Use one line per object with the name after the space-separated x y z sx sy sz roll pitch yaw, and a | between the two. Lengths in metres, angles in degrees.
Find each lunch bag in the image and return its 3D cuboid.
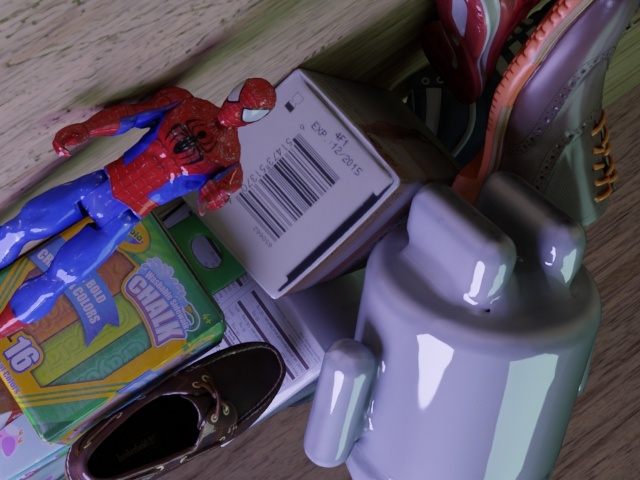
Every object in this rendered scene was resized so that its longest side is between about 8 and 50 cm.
-0.352 0.241 1.297 0.224 0.108 0.279 -26 168 -25 | lunch bag

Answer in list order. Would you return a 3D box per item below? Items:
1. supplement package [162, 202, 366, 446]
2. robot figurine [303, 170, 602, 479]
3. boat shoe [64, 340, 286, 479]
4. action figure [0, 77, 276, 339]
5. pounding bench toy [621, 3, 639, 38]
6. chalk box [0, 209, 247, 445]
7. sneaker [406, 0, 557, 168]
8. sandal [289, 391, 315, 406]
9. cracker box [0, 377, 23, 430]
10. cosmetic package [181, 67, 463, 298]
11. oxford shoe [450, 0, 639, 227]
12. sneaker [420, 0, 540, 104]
-0.054 0.059 1.098 0.145 0.204 0.262 -39 171 18 | supplement package
0.126 0.118 0.954 0.300 0.200 0.353 -7 125 -25 | robot figurine
-0.109 0.144 0.876 0.207 0.073 0.073 -32 175 -27 | boat shoe
-0.145 -0.014 0.654 0.280 0.091 0.139 -36 -178 2 | action figure
0.418 -0.318 1.451 0.065 0.052 0.083 -37 173 9 | pounding bench toy
-0.159 0.053 0.877 0.213 0.132 0.132 -35 173 -12 | chalk box
0.189 -0.186 1.153 0.099 0.153 0.282 60 54 -79 | sneaker
0.053 0.025 1.366 0.168 0.107 0.446 3 -137 46 | sandal
-0.397 0.200 0.985 0.232 0.067 0.156 -37 173 6 | cracker box
0.018 -0.053 0.982 0.153 0.129 0.296 -44 171 17 | cosmetic package
0.219 -0.097 0.959 0.130 0.133 0.363 -48 165 -37 | oxford shoe
0.164 -0.198 0.936 0.128 0.087 0.221 -34 174 -5 | sneaker
